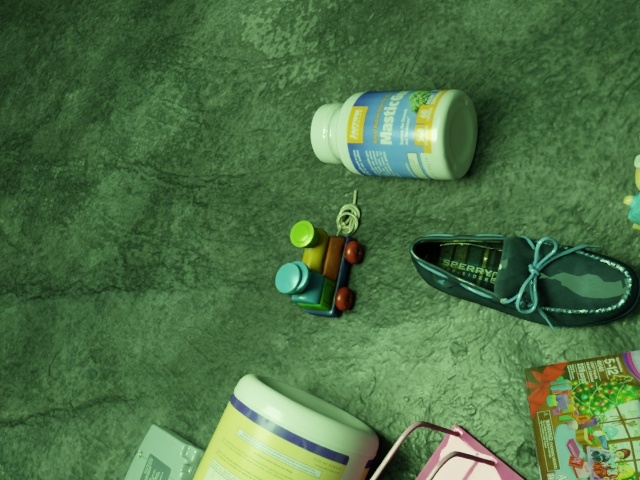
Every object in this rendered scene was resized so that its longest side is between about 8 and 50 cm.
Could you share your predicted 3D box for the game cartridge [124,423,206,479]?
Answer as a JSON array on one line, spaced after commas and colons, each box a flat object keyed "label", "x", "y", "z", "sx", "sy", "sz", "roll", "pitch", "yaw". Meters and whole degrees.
[{"label": "game cartridge", "x": -0.309, "y": 0.495, "z": 1.270, "sx": 0.198, "sy": 0.062, "sz": 0.297, "roll": 4, "pitch": 71, "yaw": 58}]

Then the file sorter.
[{"label": "file sorter", "x": 0.202, "y": 0.403, "z": 0.923, "sx": 0.291, "sy": 0.182, "sz": 0.202, "roll": 36, "pitch": 93, "yaw": 38}]

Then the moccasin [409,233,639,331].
[{"label": "moccasin", "x": 0.286, "y": 0.058, "z": 1.051, "sx": 0.342, "sy": 0.117, "sz": 0.137, "roll": 3, "pitch": 72, "yaw": 34}]

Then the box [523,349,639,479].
[{"label": "box", "x": 0.363, "y": 0.256, "z": 0.843, "sx": 0.201, "sy": 0.057, "sz": 0.293, "roll": -12, "pitch": 30, "yaw": 16}]

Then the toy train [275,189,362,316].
[{"label": "toy train", "x": 0.000, "y": 0.000, "z": 1.247, "sx": 0.105, "sy": 0.143, "sz": 0.247, "roll": 3, "pitch": 73, "yaw": 34}]

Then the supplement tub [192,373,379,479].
[{"label": "supplement tub", "x": -0.080, "y": 0.399, "z": 1.074, "sx": 0.241, "sy": 0.241, "sz": 0.331, "roll": 21, "pitch": 83, "yaw": 37}]

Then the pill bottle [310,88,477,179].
[{"label": "pill bottle", "x": 0.123, "y": -0.187, "z": 1.239, "sx": 0.272, "sy": 0.152, "sz": 0.152, "roll": 7, "pitch": 75, "yaw": 34}]

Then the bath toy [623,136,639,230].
[{"label": "bath toy", "x": 0.522, "y": -0.177, "z": 0.992, "sx": 0.129, "sy": 0.151, "sz": 0.348, "roll": 18, "pitch": 76, "yaw": -2}]
